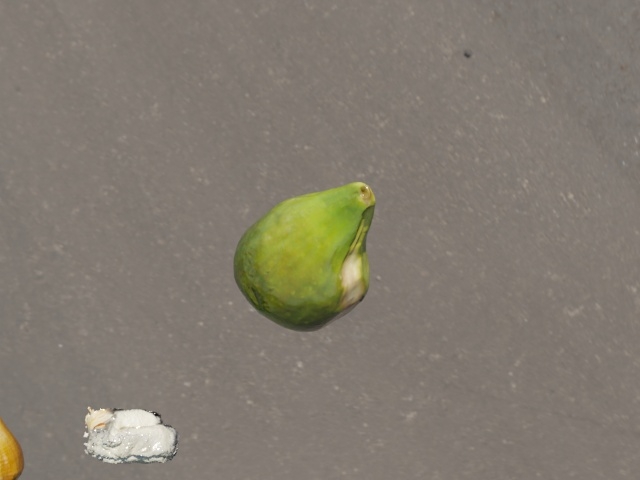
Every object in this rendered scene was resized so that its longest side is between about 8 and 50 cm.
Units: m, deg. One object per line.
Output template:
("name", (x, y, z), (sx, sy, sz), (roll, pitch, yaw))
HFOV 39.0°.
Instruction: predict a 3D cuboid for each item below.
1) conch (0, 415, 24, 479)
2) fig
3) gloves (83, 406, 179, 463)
("conch", (-0.578, 0.325, 1.541), (0.093, 0.109, 0.330), (-41, 64, 51))
("fig", (0.000, 0.000, 1.333), (0.206, 0.206, 0.275), (58, 134, 26))
("gloves", (-0.307, 0.321, 1.477), (0.114, 0.153, 0.070), (-125, 43, -66))
